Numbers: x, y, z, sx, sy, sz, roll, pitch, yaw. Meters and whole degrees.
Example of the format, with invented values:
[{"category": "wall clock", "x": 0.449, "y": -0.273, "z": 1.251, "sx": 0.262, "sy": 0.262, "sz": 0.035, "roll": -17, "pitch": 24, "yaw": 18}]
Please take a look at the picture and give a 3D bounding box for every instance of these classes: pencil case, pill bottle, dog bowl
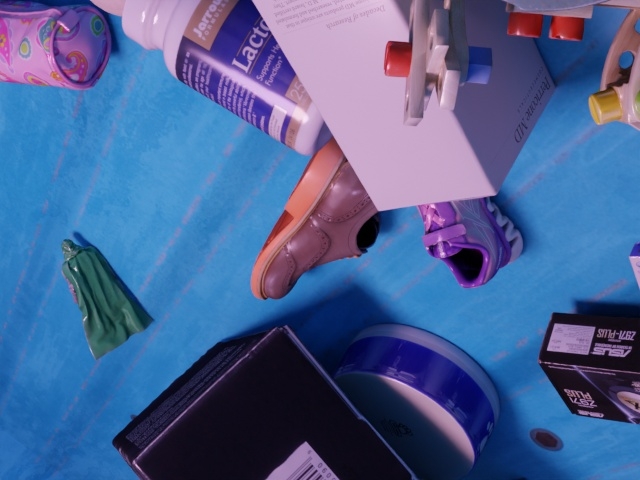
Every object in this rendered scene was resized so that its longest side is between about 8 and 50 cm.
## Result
[{"category": "pencil case", "x": -0.433, "y": -0.286, "z": 1.289, "sx": 0.284, "sy": 0.124, "sz": 0.124, "roll": 14, "pitch": 139, "yaw": 30}, {"category": "pill bottle", "x": -0.085, "y": -0.225, "z": 1.048, "sx": 0.265, "sy": 0.153, "sz": 0.153, "roll": 31, "pitch": 144, "yaw": 6}, {"category": "dog bowl", "x": 0.144, "y": 0.261, "z": 1.443, "sx": 0.265, "sy": 0.104, "sz": 0.265, "roll": 22, "pitch": 142, "yaw": 18}]

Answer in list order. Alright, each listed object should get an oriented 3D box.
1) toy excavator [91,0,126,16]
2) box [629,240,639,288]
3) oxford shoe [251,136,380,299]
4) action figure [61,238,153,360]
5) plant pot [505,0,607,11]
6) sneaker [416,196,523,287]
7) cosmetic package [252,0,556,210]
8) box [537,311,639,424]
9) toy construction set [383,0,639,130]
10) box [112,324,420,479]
[{"category": "toy excavator", "x": -0.350, "y": -0.489, "z": 0.965, "sx": 0.433, "sy": 0.222, "sz": 0.445, "roll": 31, "pitch": 157, "yaw": 6}, {"category": "box", "x": 0.414, "y": 0.050, "z": 1.057, "sx": 0.081, "sy": 0.028, "sz": 0.136, "roll": 0, "pitch": 133, "yaw": 40}, {"category": "oxford shoe", "x": 0.000, "y": 0.000, "z": 1.257, "sx": 0.133, "sy": 0.130, "sz": 0.363, "roll": 28, "pitch": 145, "yaw": -3}, {"category": "action figure", "x": -0.430, "y": 0.095, "z": 1.731, "sx": 0.063, "sy": 0.137, "sz": 0.232, "roll": 9, "pitch": 129, "yaw": 50}, {"category": "plant pot", "x": 0.177, "y": -0.335, "z": 0.565, "sx": 0.341, "sy": 0.334, "sz": 0.341, "roll": 21, "pitch": 141, "yaw": 18}, {"category": "sneaker", "x": 0.155, "y": -0.034, "z": 1.108, "sx": 0.095, "sy": 0.104, "sz": 0.236, "roll": -16, "pitch": 119, "yaw": 49}, {"category": "cosmetic package", "x": 0.069, "y": -0.230, "z": 0.885, "sx": 0.155, "sy": 0.197, "sz": 0.365, "roll": -8, "pitch": 127, "yaw": 43}, {"category": "box", "x": 0.387, "y": 0.165, "z": 1.139, "sx": 0.180, "sy": 0.077, "sz": 0.147, "roll": 2, "pitch": 146, "yaw": 37}, {"category": "toy construction set", "x": 0.205, "y": -0.181, "z": 0.776, "sx": 0.151, "sy": 0.328, "sz": 0.215, "roll": -136, "pitch": 49, "yaw": -68}, {"category": "box", "x": -0.064, "y": 0.414, "z": 1.468, "sx": 0.480, "sy": 0.297, "sz": 0.472, "roll": 49, "pitch": 163, "yaw": -4}]
